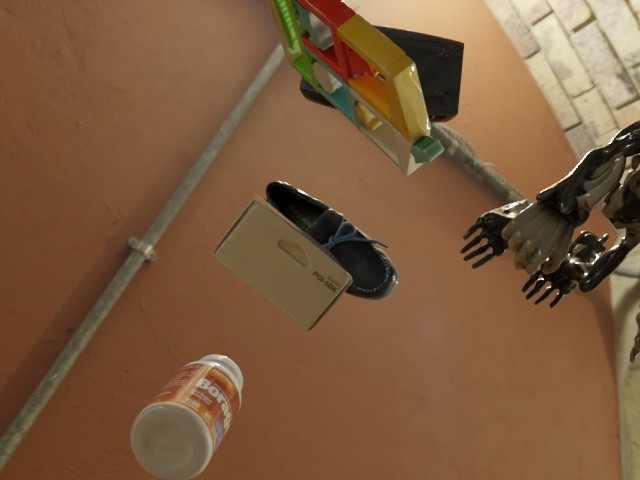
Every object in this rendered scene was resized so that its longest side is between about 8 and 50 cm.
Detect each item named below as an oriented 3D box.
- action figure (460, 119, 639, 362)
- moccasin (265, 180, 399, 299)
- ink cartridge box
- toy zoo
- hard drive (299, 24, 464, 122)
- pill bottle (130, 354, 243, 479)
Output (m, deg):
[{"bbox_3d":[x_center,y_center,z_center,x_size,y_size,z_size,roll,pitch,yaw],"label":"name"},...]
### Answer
[{"bbox_3d":[0.216,0.002,0.454,0.164,0.275,0.141,39,-107,-4],"label":"action figure"},{"bbox_3d":[0.000,0.000,1.260,0.138,0.342,0.117,-52,-31,-7],"label":"moccasin"},{"bbox_3d":[-0.034,0.013,0.542,0.099,0.135,0.056,39,-88,-7],"label":"ink cartridge box"},{"bbox_3d":[0.037,-0.191,0.733,0.030,0.192,0.293,-39,-116,-7],"label":"toy zoo"},{"bbox_3d":[0.103,-0.277,1.060,0.254,0.054,0.172,10,-118,3],"label":"hard drive"},{"bbox_3d":[-0.192,0.259,0.985,0.121,0.121,0.216,54,-164,-5],"label":"pill bottle"}]
